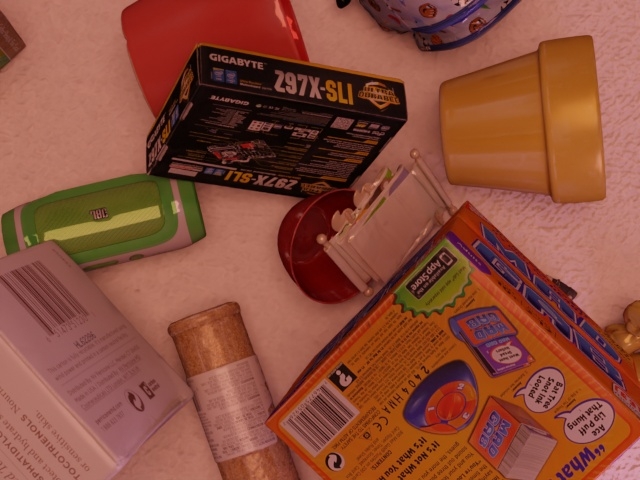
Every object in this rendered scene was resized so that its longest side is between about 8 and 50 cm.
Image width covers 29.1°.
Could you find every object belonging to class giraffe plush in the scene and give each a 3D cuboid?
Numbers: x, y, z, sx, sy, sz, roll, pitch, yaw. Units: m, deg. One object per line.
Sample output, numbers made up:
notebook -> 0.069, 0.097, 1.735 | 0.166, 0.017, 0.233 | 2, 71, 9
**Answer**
giraffe plush -> 0.579, 0.155, 1.932 | 0.170, 0.210, 0.181 | -20, 82, -33

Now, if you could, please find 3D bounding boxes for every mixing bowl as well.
mixing bowl -> 0.000, 0.000, 1.916 | 0.181, 0.098, 0.181 | -11, 109, -35

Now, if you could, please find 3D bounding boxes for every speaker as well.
speaker -> -0.332, -0.023, 1.904 | 0.296, 0.131, 0.131 | -14, 86, -4

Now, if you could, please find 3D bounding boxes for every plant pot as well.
plant pot -> -0.157, -0.300, 1.883 | 0.243, 0.275, 0.275 | -18, 86, 6
plant pot -> 0.311, -0.178, 1.906 | 0.239, 0.254, 0.254 | -5, 85, 13

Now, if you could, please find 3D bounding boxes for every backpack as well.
backpack -> 0.198, -0.416, 1.897 | 0.213, 0.263, 0.276 | 43, 84, -15

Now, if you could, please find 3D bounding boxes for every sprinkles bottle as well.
sprinkles bottle -> -0.123, 0.277, 1.891 | 0.121, 0.121, 0.355 | -20, 87, -5

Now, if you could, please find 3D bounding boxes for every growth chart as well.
growth chart -> 0.106, -0.030, 1.911 | 0.237, 0.021, 0.172 | -44, 124, -19

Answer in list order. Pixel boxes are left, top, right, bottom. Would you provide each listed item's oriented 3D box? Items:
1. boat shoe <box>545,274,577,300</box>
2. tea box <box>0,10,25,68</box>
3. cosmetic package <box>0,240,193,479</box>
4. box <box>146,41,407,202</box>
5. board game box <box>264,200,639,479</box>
boat shoe -> 0.349, 0.158, 1.952 | 0.065, 0.075, 0.206 | 21, 80, 2
tea box -> -0.688, -0.330, 1.861 | 0.323, 0.220, 0.329 | -44, 89, -6
cosmetic package -> -0.456, 0.263, 1.721 | 0.393, 0.329, 0.327 | -43, 89, 15
box -> -0.068, -0.165, 1.816 | 0.322, 0.257, 0.079 | 7, 62, -22
board game box -> 0.201, 0.211, 1.748 | 0.356, 0.356, 0.356 | 44, 104, 2
